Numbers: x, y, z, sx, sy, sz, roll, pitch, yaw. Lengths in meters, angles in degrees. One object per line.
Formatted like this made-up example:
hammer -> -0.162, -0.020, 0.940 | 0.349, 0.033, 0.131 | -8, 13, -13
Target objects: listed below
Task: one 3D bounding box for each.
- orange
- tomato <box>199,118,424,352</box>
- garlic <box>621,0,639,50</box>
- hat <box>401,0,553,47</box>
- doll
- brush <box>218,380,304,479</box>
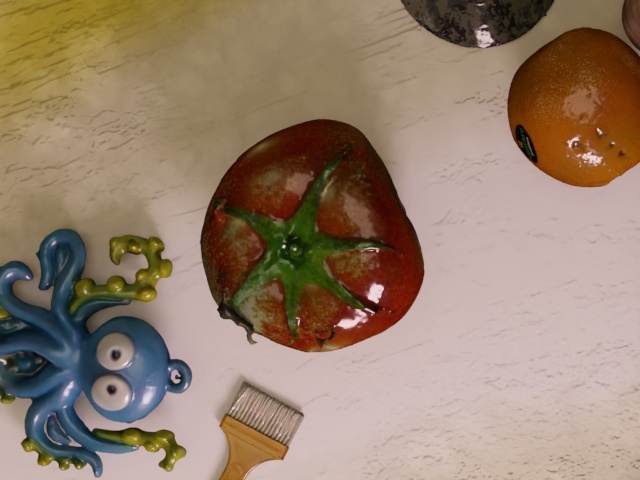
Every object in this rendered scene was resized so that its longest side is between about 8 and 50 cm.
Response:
orange -> 0.342, -0.169, 1.820 | 0.206, 0.206, 0.206 | 0, 91, 7
tomato -> 0.000, 0.000, 1.841 | 0.303, 0.239, 0.304 | 2, 98, 18
garlic -> 0.489, -0.264, 1.815 | 0.214, 0.160, 0.191 | 35, 70, 8
hat -> 0.205, -0.392, 1.868 | 0.265, 0.128, 0.266 | 1, 94, 9
doll -> -0.339, 0.154, 1.955 | 0.341, 0.099, 0.346 | 8, 89, 5
brush -> -0.126, 0.341, 1.973 | 0.103, 0.013, 0.272 | 28, 95, 6
